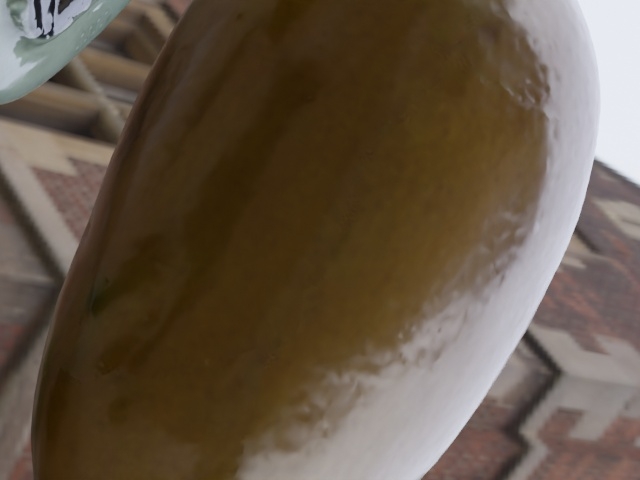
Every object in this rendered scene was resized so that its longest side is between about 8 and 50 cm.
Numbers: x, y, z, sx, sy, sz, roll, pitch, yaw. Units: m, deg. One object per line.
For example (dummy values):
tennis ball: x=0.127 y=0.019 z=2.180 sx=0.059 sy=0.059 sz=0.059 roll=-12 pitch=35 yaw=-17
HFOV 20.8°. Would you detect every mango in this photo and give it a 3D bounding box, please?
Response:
mango: x=0.000 y=0.000 z=0.983 sx=0.232 sy=0.300 sz=0.446 roll=14 pitch=-121 yaw=31

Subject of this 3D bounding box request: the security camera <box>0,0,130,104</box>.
security camera: x=-0.152 y=-0.084 z=0.623 sx=0.080 sy=0.301 sz=0.157 roll=31 pitch=-36 yaw=15
